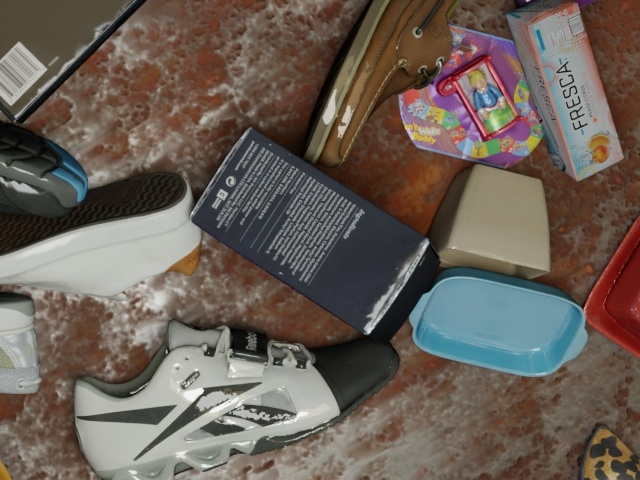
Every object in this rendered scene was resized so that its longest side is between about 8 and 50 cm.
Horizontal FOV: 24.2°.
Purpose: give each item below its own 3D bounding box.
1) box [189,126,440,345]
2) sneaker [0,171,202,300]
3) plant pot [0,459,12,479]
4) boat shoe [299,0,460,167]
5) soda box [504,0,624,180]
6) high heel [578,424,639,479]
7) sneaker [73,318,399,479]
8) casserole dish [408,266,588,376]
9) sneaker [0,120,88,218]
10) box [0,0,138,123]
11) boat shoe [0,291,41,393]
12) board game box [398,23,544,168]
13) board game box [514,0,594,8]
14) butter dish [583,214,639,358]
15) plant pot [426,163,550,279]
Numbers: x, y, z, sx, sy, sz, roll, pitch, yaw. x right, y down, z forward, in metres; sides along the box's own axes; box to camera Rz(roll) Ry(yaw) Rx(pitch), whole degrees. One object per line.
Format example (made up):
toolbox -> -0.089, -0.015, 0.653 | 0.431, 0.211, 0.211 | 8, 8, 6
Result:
box -> 0.000, 0.000, 1.430 | 0.207, 0.153, 0.108 | 33, 88, 13
sneaker -> -0.256, 0.022, 1.445 | 0.290, 0.106, 0.123 | -8, 131, 5
plant pot -> -0.409, 0.288, 1.380 | 0.205, 0.205, 0.188 | 28, 123, -11
boat shoe -> 0.082, -0.196, 1.459 | 0.104, 0.111, 0.307 | 28, 78, -9
soda box -> 0.248, -0.156, 1.515 | 0.058, 0.063, 0.183 | -25, 115, -7
high heel -> 0.406, 0.275, 1.595 | 0.261, 0.093, 0.186 | -7, 81, -17
sneaker -> -0.086, 0.136, 1.471 | 0.331, 0.122, 0.146 | -20, 99, -9
casserole dish -> 0.183, 0.080, 1.537 | 0.188, 0.037, 0.114 | 14, 128, -10
sneaker -> -0.386, -0.050, 1.403 | 0.341, 0.125, 0.139 | 9, 103, 6
box -> -0.224, -0.233, 1.388 | 0.103, 0.184, 0.261 | 45, 86, -7
boat shoe -> -0.428, 0.118, 1.415 | 0.321, 0.118, 0.103 | -9, 98, -17
board game box -> 0.165, -0.149, 1.540 | 0.169, 0.033, 0.133 | 13, 91, -10
board game box -> 0.242, -0.416, 1.529 | 0.208, 0.056, 0.346 | -24, 98, -3
butter dish -> 0.385, 0.058, 1.551 | 0.160, 0.118, 0.160 | 33, 87, -10
plant pot -> 0.174, -0.019, 1.519 | 0.109, 0.109, 0.096 | 14, 79, -11
